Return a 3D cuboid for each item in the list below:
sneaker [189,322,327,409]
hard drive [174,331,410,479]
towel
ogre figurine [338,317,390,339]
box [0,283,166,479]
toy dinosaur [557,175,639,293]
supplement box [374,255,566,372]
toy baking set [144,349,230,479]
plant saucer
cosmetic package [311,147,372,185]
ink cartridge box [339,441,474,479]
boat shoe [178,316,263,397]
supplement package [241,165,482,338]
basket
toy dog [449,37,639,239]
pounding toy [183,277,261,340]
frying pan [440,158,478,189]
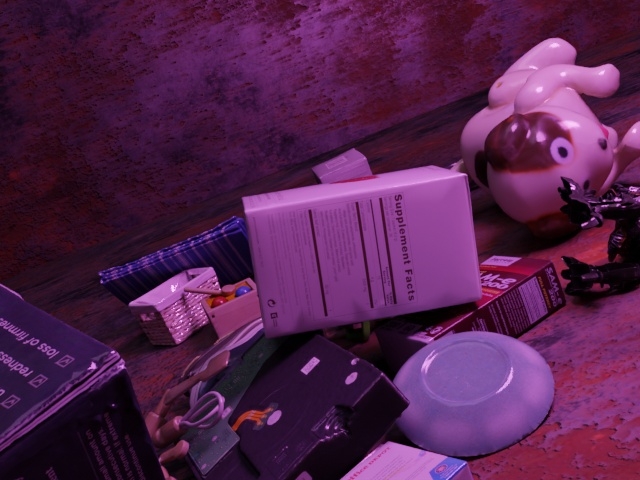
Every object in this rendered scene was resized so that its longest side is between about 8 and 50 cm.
[{"bbox_3d":[-0.080,0.196,1.251,0.163,0.086,0.226,-2,31,44],"label":"sneaker"},{"bbox_3d":[-0.056,0.223,1.032,0.237,0.064,0.339,-45,20,-12],"label":"hard drive"},{"bbox_3d":[-0.295,0.064,1.853,0.336,0.040,0.243,-21,-27,3],"label":"towel"},{"bbox_3d":[0.041,0.110,1.359,0.197,0.097,0.118,23,-9,-39],"label":"ogre figurine"},{"bbox_3d":[-0.480,0.271,0.822,0.480,0.297,0.472,20,42,37],"label":"box"},{"bbox_3d":[0.450,-0.018,1.141,0.218,0.164,0.322,-5,-6,3],"label":"toy dinosaur"},{"bbox_3d":[0.211,0.106,1.167,0.239,0.073,0.130,-28,15,-25],"label":"supplement box"},{"bbox_3d":[-0.195,0.261,1.081,0.197,0.030,0.256,-10,49,57],"label":"toy baking set"},{"bbox_3d":[0.171,0.163,0.967,0.195,0.037,0.195,-12,35,9],"label":"plant saucer"},{"bbox_3d":[0.074,-0.041,1.579,0.107,0.238,0.127,-25,17,-2],"label":"cosmetic package"},{"bbox_3d":[0.086,0.258,0.843,0.088,0.052,0.122,-31,17,-32],"label":"ink cartridge box"},{"bbox_3d":[-0.136,0.185,1.376,0.228,0.081,0.069,-34,22,-31],"label":"boat shoe"},{"bbox_3d":[0.050,0.007,1.145,0.293,0.175,0.177,-10,10,-6],"label":"supplement package"},{"bbox_3d":[-0.293,0.139,1.733,0.113,0.103,0.167,-7,20,47],"label":"basket"},{"bbox_3d":[0.391,-0.173,1.511,0.395,0.284,0.408,-20,17,12],"label":"toy dog"},{"bbox_3d":[-0.183,0.125,1.624,0.130,0.100,0.141,-25,15,-11],"label":"pounding toy"},{"bbox_3d":[0.399,-0.171,1.934,0.326,0.053,0.197,-10,19,34],"label":"frying pan"}]
